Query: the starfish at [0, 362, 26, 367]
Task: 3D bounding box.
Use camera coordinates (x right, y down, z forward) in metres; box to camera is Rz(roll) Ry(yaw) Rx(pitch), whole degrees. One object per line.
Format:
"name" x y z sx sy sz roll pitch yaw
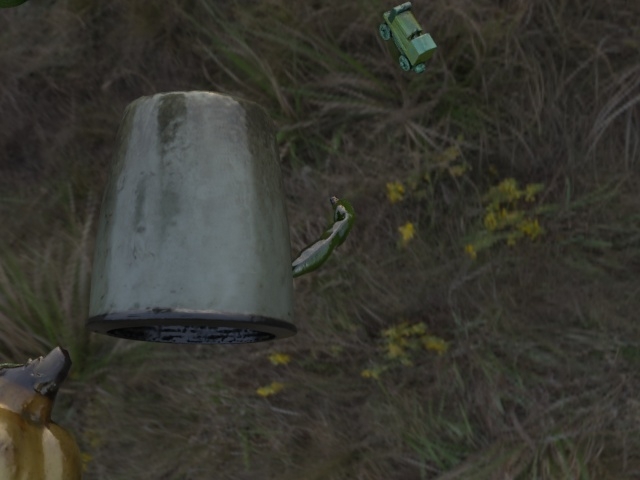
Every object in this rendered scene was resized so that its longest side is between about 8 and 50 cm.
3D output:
"starfish" -0.551 0.238 1.606 0.223 0.217 0.050 -7 57 -28

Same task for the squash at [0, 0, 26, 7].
"squash" -0.376 -0.285 1.053 0.219 0.068 0.077 14 79 -6

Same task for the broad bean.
"broad bean" 0.008 0.000 1.719 0.061 0.046 0.195 11 49 24

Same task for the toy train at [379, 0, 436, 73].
"toy train" 0.143 -0.337 1.743 0.050 0.081 0.122 -26 80 -18

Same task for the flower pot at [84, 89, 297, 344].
"flower pot" -0.172 -0.026 1.486 0.293 0.293 0.330 0 79 12

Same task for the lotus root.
"lotus root" -0.228 0.175 0.714 0.118 0.125 0.221 10 86 26
